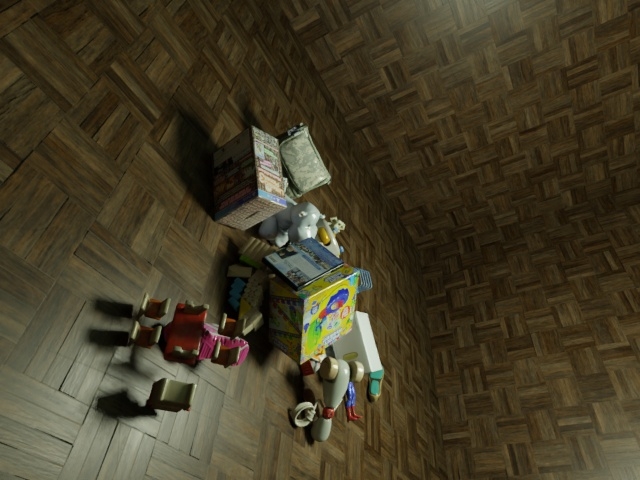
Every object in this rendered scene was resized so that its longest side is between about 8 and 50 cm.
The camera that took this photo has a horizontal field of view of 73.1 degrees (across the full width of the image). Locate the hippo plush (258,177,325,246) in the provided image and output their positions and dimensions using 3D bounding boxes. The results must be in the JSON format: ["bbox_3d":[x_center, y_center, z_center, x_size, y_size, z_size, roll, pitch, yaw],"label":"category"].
[{"bbox_3d":[-0.090,-0.095,1.763,0.234,0.236,0.295,-1,104,-55],"label":"hippo plush"}]

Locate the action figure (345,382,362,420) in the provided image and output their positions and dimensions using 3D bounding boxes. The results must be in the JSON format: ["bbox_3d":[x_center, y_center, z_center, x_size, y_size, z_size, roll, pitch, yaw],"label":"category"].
[{"bbox_3d":[0.169,0.679,2.016,0.091,0.139,0.281,25,48,-61],"label":"action figure"}]

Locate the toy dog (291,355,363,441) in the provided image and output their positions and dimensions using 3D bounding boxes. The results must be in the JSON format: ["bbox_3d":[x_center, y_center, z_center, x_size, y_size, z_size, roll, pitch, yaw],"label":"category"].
[{"bbox_3d":[0.024,0.587,1.689,0.220,0.334,0.161,43,-9,-22],"label":"toy dog"}]

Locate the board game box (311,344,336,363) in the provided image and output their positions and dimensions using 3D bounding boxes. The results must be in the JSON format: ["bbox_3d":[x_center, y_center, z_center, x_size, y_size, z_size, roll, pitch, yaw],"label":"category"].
[{"bbox_3d":[0.021,0.367,1.941,0.390,0.050,0.390,47,29,-55],"label":"board game box"}]

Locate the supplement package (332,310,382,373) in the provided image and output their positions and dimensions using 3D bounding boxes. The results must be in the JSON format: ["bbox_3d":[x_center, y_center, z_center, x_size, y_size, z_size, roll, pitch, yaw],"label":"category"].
[{"bbox_3d":[0.153,0.463,1.915,0.204,0.145,0.262,32,41,-66],"label":"supplement package"}]

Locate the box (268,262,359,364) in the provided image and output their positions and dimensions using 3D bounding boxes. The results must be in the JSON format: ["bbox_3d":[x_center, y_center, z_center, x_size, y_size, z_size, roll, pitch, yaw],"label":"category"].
[{"bbox_3d":[-0.026,0.242,1.588,0.289,0.177,0.279,-23,128,-42],"label":"box"}]

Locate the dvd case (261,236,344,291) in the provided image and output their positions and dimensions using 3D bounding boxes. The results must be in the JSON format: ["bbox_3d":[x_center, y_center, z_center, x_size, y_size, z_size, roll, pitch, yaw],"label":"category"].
[{"bbox_3d":[-0.057,0.077,1.531,0.180,0.022,0.253,38,40,26],"label":"dvd case"}]

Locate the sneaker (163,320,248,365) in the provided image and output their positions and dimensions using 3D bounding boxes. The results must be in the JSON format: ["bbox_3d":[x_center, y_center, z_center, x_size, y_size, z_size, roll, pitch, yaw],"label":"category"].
[{"bbox_3d":[-0.337,0.287,1.239,0.252,0.111,0.103,30,82,-34],"label":"sneaker"}]

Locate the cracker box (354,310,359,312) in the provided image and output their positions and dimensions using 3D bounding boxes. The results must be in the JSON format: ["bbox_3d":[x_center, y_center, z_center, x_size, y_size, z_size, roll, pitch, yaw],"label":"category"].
[{"bbox_3d":[0.215,0.514,2.320,0.155,0.067,0.232,40,39,-50],"label":"cracker box"}]

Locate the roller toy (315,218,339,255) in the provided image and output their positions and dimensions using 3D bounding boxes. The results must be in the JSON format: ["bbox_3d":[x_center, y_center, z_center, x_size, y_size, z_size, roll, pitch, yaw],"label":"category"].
[{"bbox_3d":[0.000,0.000,1.982,0.191,0.146,0.209,60,-6,51],"label":"roller toy"}]

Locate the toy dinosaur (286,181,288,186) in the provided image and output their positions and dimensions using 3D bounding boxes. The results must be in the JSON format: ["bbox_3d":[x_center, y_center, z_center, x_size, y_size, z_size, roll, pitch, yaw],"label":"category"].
[{"bbox_3d":[-0.244,-0.179,1.793,0.268,0.064,0.118,-24,112,-42],"label":"toy dinosaur"}]

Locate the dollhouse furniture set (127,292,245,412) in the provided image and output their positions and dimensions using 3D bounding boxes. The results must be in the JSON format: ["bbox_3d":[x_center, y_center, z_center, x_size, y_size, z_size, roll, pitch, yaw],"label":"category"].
[{"bbox_3d":[-0.352,0.286,1.089,0.261,0.135,0.259,19,57,-21],"label":"dollhouse furniture set"}]

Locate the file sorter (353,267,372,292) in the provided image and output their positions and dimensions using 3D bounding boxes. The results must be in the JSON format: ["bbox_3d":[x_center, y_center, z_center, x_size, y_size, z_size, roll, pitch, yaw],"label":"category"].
[{"bbox_3d":[0.213,0.228,2.488,0.170,0.104,0.118,22,53,-60],"label":"file sorter"}]

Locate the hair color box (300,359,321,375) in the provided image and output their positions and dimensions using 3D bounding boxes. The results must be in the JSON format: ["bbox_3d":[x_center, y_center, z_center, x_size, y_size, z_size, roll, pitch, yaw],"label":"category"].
[{"bbox_3d":[-0.057,0.457,1.774,0.167,0.053,0.093,70,21,0],"label":"hair color box"}]

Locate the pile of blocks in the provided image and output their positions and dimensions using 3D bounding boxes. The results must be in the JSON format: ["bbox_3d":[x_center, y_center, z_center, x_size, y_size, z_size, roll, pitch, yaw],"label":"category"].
[{"bbox_3d":[-0.252,0.167,1.518,0.113,0.148,0.362,94,3,-56],"label":"pile of blocks"}]

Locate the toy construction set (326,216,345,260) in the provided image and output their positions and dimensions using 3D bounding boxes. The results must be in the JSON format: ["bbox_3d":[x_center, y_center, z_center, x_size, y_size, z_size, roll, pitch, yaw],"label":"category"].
[{"bbox_3d":[0.044,0.042,2.219,0.215,0.151,0.328,53,40,-35],"label":"toy construction set"}]

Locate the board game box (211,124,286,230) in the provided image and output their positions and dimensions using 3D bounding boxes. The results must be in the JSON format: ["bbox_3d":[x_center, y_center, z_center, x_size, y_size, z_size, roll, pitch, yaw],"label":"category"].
[{"bbox_3d":[-0.266,-0.222,1.570,0.141,0.232,0.291,18,56,-48],"label":"board game box"}]

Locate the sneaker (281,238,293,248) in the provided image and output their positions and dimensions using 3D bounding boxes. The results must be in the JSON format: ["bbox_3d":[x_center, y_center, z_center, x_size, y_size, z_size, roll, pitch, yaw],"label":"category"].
[{"bbox_3d":[-0.118,0.058,1.926,0.121,0.079,0.217,-7,71,-63],"label":"sneaker"}]

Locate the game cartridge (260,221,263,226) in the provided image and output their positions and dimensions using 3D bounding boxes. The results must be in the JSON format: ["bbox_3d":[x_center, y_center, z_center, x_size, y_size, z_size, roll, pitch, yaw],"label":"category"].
[{"bbox_3d":[-0.239,-0.089,1.832,0.056,0.017,0.083,24,51,-65],"label":"game cartridge"}]

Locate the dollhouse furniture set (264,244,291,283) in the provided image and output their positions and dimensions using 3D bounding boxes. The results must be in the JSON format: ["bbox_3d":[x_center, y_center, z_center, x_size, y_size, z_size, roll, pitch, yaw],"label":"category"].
[{"bbox_3d":[-0.165,0.108,1.758,0.184,0.129,0.129,108,-32,-78],"label":"dollhouse furniture set"}]

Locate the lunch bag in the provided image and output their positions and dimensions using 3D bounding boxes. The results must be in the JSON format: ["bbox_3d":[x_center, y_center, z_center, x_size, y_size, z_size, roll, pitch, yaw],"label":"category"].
[{"bbox_3d":[-0.118,-0.362,2.003,0.305,0.255,0.213,62,24,-19],"label":"lunch bag"}]

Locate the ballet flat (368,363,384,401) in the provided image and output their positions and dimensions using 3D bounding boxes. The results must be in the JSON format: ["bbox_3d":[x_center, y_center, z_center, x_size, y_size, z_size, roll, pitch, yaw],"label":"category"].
[{"bbox_3d":[0.294,0.767,2.325,0.232,0.080,0.073,-61,156,-57],"label":"ballet flat"}]
